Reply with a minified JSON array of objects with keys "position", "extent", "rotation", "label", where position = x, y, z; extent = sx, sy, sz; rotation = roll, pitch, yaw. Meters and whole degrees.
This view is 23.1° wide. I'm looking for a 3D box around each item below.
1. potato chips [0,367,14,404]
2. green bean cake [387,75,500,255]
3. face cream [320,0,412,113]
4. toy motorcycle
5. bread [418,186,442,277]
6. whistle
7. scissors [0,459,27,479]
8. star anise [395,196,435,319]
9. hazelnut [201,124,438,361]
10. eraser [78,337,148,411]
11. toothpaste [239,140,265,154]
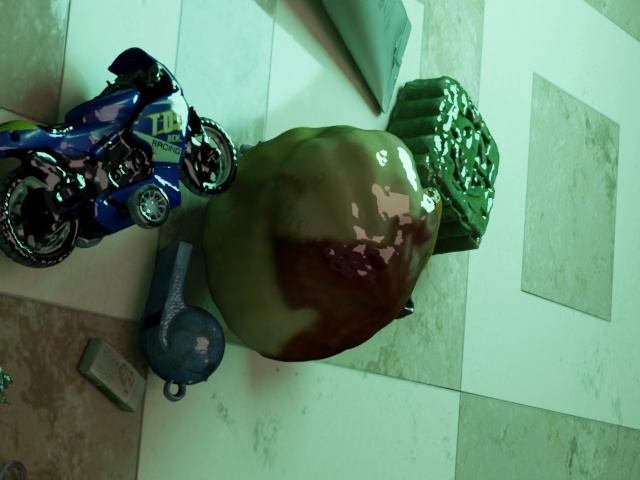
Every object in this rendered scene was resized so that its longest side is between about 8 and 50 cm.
[{"position":[-0.346,0.151,1.310],"extent":[0.220,0.029,0.202],"rotation":[-57,133,-40],"label":"potato chips"},{"position":[0.159,-0.099,2.036],"extent":[0.183,0.094,0.185],"rotation":[50,44,-42],"label":"green bean cake"},{"position":[0.050,-0.295,1.888],"extent":[0.314,0.089,0.143],"rotation":[53,45,-52],"label":"face cream"},{"position":[-0.203,-0.085,1.472],"extent":[0.315,0.113,0.169],"rotation":[-25,99,-46],"label":"toy motorcycle"},{"position":[0.095,0.023,1.938],"extent":[0.154,0.054,0.136],"rotation":[-31,141,-18],"label":"bread"},{"position":[-0.134,0.087,1.583],"extent":[0.090,0.090,0.158],"rotation":[38,57,-49],"label":"whistle"},{"position":[-0.295,0.210,1.348],"extent":[0.176,0.022,0.085],"rotation":[69,38,-60],"label":"scissors"},{"position":[0.036,0.001,1.819],"extent":[0.220,0.099,0.214],"rotation":[-36,99,-32],"label":"star anise"},{"position":[0.000,0.000,1.631],"extent":[0.241,0.261,0.261],"rotation":[25,68,-46],"label":"hazelnut"},{"position":[-0.202,0.133,1.535],"extent":[0.083,0.019,0.038],"rotation":[50,48,-43],"label":"eraser"},{"position":[-0.010,-0.080,1.753],"extent":[0.170,0.045,0.028],"rotation":[15,95,-16],"label":"toothpaste"}]
